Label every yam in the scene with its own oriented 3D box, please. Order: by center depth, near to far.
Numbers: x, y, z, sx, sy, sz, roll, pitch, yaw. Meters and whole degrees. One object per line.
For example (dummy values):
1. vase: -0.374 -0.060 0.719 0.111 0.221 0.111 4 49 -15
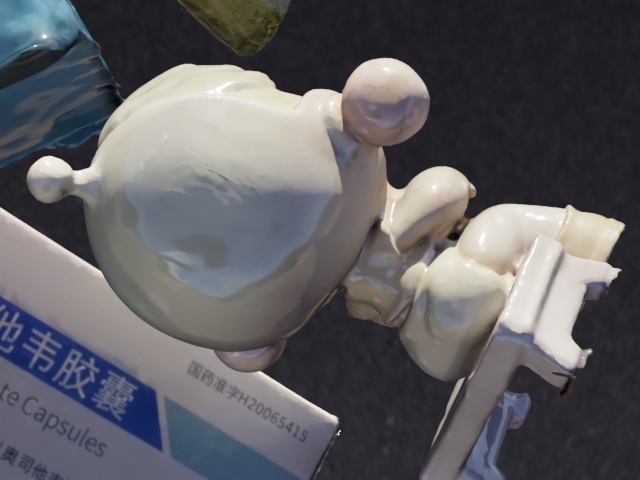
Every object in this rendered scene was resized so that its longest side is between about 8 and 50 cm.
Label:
1. yam: -0.069 -0.157 0.867 0.069 0.146 0.070 -33 33 24

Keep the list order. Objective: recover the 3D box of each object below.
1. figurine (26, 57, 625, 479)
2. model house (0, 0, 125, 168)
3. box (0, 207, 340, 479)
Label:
1. figurine: -0.004 0.010 0.816 0.256 0.182 0.145 22 69 -1
2. model house: -0.267 -0.174 1.096 0.215 0.237 0.303 -21 82 -1
3. box: -0.174 0.098 0.973 0.343 0.065 0.200 34 76 -22
